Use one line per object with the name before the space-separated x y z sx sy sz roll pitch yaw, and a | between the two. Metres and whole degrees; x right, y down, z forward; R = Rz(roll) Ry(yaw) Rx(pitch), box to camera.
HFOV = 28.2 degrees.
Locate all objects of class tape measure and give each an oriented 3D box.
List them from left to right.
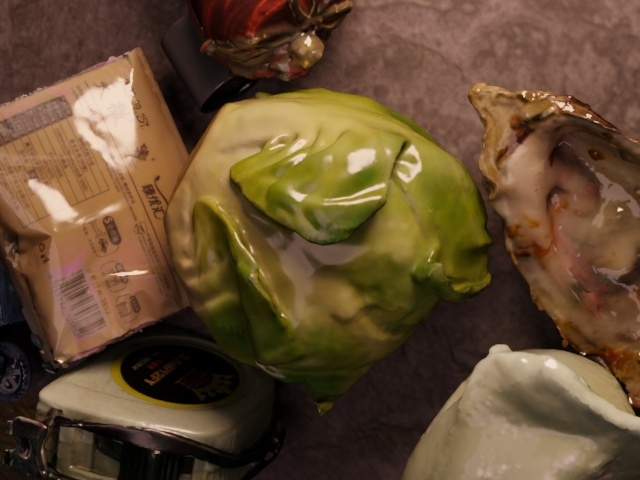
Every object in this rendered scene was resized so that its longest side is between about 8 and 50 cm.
tape measure | -0.155 0.187 1.242 0.207 0.235 0.115 20 115 17

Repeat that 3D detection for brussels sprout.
brussels sprout | 0.001 -0.002 1.127 0.294 0.227 0.259 31 111 3

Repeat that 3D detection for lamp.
lamp | -0.049 -0.258 1.111 0.215 0.151 0.223 -42 89 18

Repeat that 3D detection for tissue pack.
tissue pack | -0.219 -0.029 1.232 0.215 0.123 0.257 -26 98 -14

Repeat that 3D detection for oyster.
oyster | 0.256 0.008 1.091 0.361 0.096 0.221 36 124 9

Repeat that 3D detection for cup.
cup | -0.107 -0.169 1.215 0.077 0.078 0.100 54 149 7

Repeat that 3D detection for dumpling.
dumpling | 0.188 0.193 1.098 0.270 0.320 0.212 -18 82 7

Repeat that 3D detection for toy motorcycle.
toy motorcycle | -0.376 0.050 1.386 0.135 0.092 0.254 -4 95 34

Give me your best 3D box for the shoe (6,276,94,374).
shoe | -0.275 0.030 1.324 0.091 0.106 0.207 -8 96 24
